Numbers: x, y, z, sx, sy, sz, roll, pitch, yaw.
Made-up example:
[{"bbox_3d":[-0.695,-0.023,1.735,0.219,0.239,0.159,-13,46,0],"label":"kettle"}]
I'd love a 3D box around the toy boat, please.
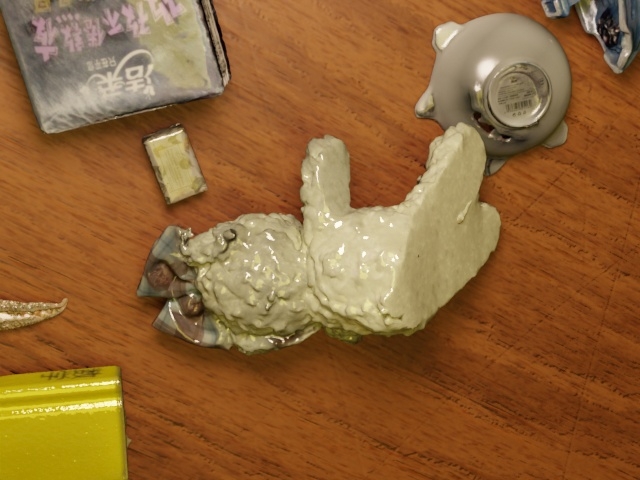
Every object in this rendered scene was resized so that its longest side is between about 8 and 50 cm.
[{"bbox_3d":[0.349,-0.364,1.707,0.142,0.129,0.309,-31,108,-16],"label":"toy boat"}]

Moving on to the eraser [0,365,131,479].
[{"bbox_3d":[-0.375,0.261,1.779,0.226,0.069,0.158,-4,105,-10],"label":"eraser"}]

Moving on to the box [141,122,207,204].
[{"bbox_3d":[-0.196,-0.103,1.724,0.062,0.045,0.098,-23,107,-5],"label":"box"}]

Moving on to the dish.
[{"bbox_3d":[0.255,-0.193,1.761,0.236,0.086,0.228,15,102,-14],"label":"dish"}]

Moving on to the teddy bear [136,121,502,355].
[{"bbox_3d":[0.000,0.000,1.754,0.375,0.362,0.327,-52,137,-39],"label":"teddy bear"}]

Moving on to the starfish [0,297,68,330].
[{"bbox_3d":[-0.492,0.069,1.715,0.295,0.048,0.231,-10,107,-9],"label":"starfish"}]

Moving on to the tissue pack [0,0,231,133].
[{"bbox_3d":[-0.275,-0.328,1.583,0.259,0.122,0.361,-11,110,12],"label":"tissue pack"}]
